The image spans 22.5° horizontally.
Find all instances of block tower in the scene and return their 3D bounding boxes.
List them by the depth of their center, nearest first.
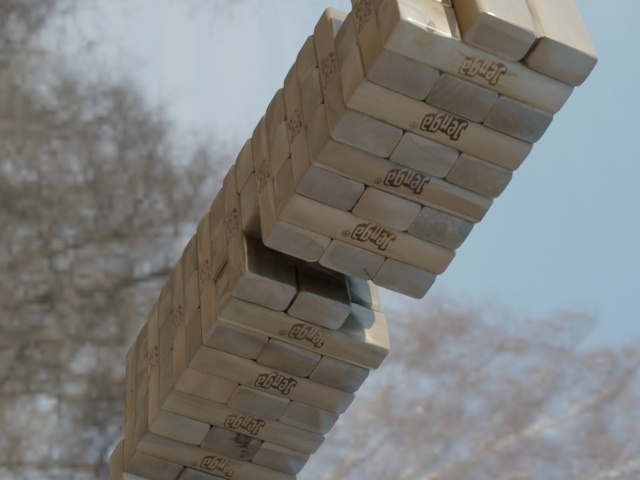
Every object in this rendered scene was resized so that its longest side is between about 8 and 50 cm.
[{"bbox_3d":[0.000,0.000,0.789,0.335,0.091,0.097,-57,-156,32],"label":"block tower"}]
